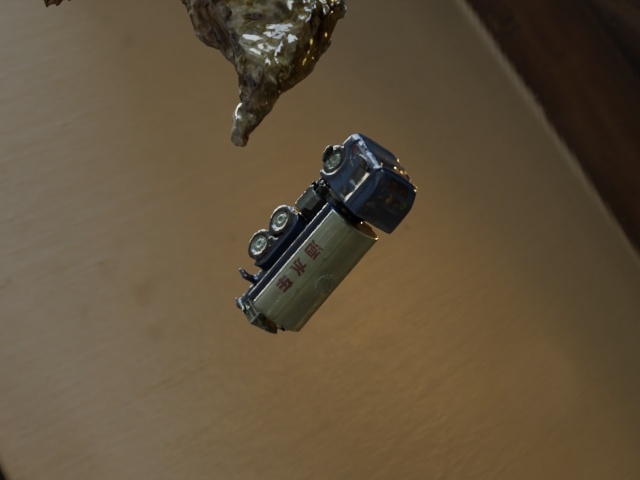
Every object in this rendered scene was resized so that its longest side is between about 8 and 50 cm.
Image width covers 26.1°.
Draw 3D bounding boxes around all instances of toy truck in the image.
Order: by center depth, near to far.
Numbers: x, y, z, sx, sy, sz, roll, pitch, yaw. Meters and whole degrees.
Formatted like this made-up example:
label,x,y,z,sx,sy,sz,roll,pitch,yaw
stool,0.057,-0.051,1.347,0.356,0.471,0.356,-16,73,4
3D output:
label,x,y,z,sx,sy,sz,roll,pitch,yaw
toy truck,0.000,0.000,1.280,0.202,0.074,0.088,-49,-140,13

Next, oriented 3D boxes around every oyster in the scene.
label,x,y,z,sx,sy,sz,roll,pitch,yaw
oyster,-0.072,-0.312,1.678,0.204,0.111,0.396,-22,-111,2

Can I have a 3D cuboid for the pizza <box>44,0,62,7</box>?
label,x,y,z,sx,sy,sz,roll,pitch,yaw
pizza,-0.252,-0.279,1.390,0.099,0.100,0.029,-48,-146,11
